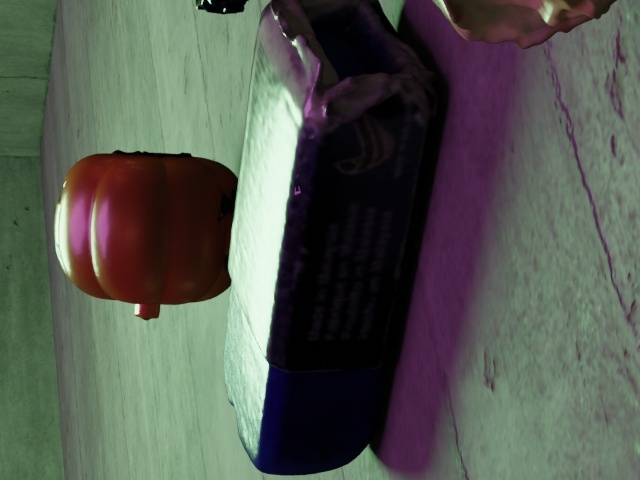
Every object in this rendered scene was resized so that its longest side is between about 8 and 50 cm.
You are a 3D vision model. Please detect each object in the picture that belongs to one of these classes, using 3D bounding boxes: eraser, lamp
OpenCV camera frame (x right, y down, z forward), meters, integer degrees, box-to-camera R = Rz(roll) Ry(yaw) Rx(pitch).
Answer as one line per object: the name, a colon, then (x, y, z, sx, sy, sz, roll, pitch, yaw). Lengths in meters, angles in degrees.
eraser: (0.000, 0.000, 1.208, 0.155, 0.102, 0.332, -114, 26, -54)
lamp: (-0.162, -0.005, 1.665, 0.187, 0.188, 0.164, -153, 66, -74)

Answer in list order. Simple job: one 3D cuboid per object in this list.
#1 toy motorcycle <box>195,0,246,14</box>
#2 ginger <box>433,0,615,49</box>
toy motorcycle: (-0.049, -0.372, 1.274, 0.410, 0.169, 0.237, 112, 148, -44)
ginger: (0.114, -0.207, 0.723, 0.221, 0.130, 0.275, -127, 39, -50)
